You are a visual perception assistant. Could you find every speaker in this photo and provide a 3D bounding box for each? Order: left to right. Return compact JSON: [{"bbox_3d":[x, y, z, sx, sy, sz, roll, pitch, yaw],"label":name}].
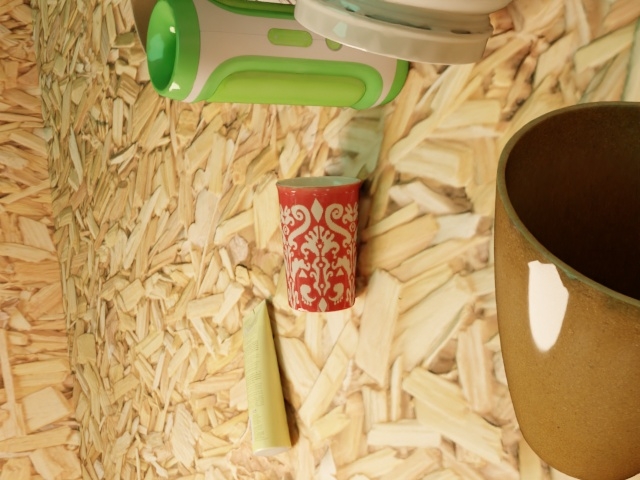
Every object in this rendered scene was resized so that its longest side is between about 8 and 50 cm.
[{"bbox_3d":[-0.046,-0.220,1.042,0.131,0.297,0.131,8,100,60],"label":"speaker"}]

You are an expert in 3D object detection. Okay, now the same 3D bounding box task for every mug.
[{"bbox_3d":[0.008,0.001,1.193,0.113,0.150,0.169,3,101,25],"label":"mug"}]

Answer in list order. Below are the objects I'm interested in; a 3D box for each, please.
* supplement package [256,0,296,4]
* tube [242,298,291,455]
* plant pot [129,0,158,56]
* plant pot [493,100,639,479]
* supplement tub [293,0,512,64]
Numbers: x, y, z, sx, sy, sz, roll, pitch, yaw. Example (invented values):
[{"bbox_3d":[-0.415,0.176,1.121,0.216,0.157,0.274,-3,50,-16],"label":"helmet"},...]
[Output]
[{"bbox_3d":[-0.071,-0.365,1.113,0.134,0.244,0.139,12,-108,-74],"label":"supplement package"},{"bbox_3d":[-0.091,0.221,1.416,0.070,0.062,0.240,-18,65,15],"label":"tube"},{"bbox_3d":[-0.181,-0.425,1.360,0.284,0.191,0.284,169,90,-68],"label":"plant pot"},{"bbox_3d":[0.233,0.065,0.672,0.237,0.237,0.254,-124,27,-43],"label":"plant pot"},{"bbox_3d":[0.101,-0.352,0.829,0.235,0.235,0.324,47,132,49],"label":"supplement tub"}]
